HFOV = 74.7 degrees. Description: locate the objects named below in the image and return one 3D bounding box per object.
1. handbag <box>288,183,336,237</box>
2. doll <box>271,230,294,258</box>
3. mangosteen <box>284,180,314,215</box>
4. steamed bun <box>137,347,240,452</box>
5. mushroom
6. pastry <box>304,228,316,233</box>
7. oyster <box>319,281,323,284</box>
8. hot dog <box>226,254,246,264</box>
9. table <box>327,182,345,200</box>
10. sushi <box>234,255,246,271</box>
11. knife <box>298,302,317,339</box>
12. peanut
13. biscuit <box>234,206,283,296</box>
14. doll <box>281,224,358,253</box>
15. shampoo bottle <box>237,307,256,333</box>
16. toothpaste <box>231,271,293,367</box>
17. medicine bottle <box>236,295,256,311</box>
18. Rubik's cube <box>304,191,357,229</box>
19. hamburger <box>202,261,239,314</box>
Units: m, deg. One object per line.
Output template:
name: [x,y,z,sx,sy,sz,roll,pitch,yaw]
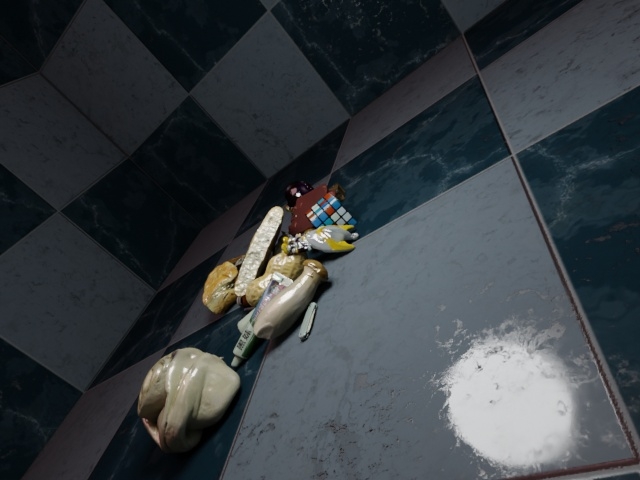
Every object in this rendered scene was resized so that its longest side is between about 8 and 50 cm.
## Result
handbag: [-0.050,-0.130,2.111,0.275,0.084,0.260,-18,51,49]
doll: [-0.170,0.035,2.043,0.106,0.111,0.181,-1,30,15]
mangosteen: [-0.124,-0.222,2.370,0.231,0.194,0.194,-58,15,22]
steamed bun: [-0.491,0.528,1.476,0.343,0.255,0.367,-53,21,-18]
mushroom: [-0.106,0.220,1.534,0.350,0.128,0.128,-51,22,-12]
pastry: [-0.034,-0.005,1.889,0.057,0.097,0.109,-26,26,39]
oyster: [-0.038,0.165,1.637,0.148,0.051,0.103,-30,29,5]
hot dog: [-0.511,0.127,2.571,0.215,0.047,0.066,-18,18,49]
table: [0.079,-0.236,2.169,0.083,0.070,0.082,-37,23,18]
sushi: [-0.430,0.146,2.334,0.094,0.084,0.098,-20,35,39]
knife: [-0.041,0.278,1.460,0.044,0.023,0.162,-31,24,34]
peanut: [-0.181,0.155,1.775,0.325,0.153,0.140,-41,18,-13]
biscuit: [-0.285,0.044,1.994,0.446,0.103,0.430,169,124,-86]
doll: [0.000,-0.003,1.725,0.315,0.104,0.145,-9,11,11]
shampoo bottle: [-0.209,0.281,1.673,0.262,0.085,0.085,-40,21,7]
toothpaste: [-0.233,0.307,1.598,0.098,0.061,0.392,26,85,26]
medicine bottle: [-0.304,0.275,1.906,0.220,0.061,0.092,-20,55,45]
Rubik's cube: [0.045,-0.099,1.856,0.154,0.151,0.155,-43,20,4]
hamburger: [-0.473,0.226,2.151,0.209,0.162,0.330,-36,19,10]
